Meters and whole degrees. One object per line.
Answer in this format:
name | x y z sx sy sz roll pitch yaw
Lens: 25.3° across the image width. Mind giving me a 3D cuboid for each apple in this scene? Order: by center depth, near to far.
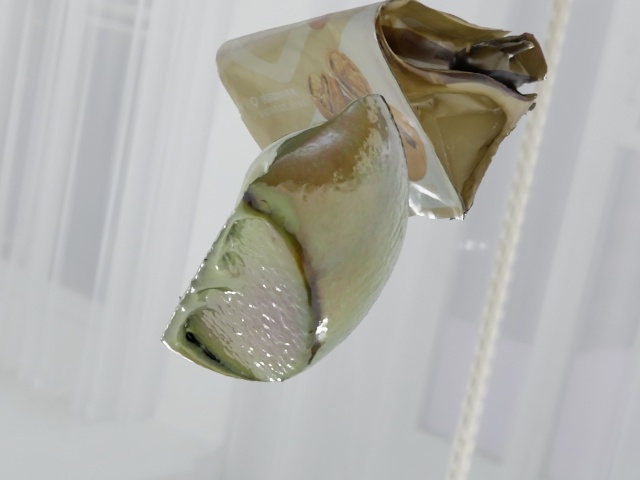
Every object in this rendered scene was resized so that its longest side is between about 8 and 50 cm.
apple | 0.000 0.000 0.996 0.120 0.265 0.193 43 -122 4

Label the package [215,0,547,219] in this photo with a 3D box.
package | 0.065 -0.149 1.424 0.165 0.221 0.311 -37 -164 -26
